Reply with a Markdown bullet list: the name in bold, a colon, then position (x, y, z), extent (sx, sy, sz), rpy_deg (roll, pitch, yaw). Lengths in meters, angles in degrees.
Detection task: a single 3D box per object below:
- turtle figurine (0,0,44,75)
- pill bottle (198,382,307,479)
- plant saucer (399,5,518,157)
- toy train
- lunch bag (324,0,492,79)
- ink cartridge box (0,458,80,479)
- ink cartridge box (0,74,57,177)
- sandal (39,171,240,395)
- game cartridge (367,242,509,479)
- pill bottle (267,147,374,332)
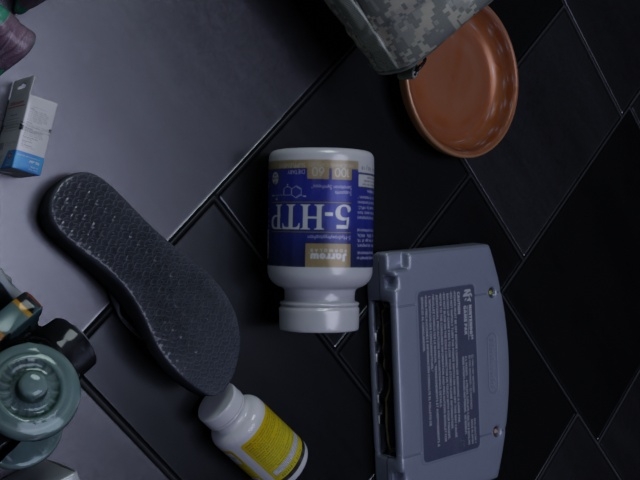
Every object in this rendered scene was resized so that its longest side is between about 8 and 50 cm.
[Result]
- **turtle figurine**: position (-0.320, -0.247, 0.804), extent (0.234, 0.118, 0.175), rpy_deg (41, 66, -38)
- **pill bottle**: position (-0.070, 0.198, 1.035), extent (0.116, 0.065, 0.065), rpy_deg (49, 62, -29)
- **plant saucer**: position (0.164, -0.199, 1.241), extent (0.200, 0.037, 0.200), rpy_deg (1, 89, -39)
- **toy train**: position (-0.331, 0.147, 0.765), extent (0.190, 0.142, 0.334), rpy_deg (44, 58, 2)
- **lunch bag**: position (0.068, -0.353, 1.048), extent (0.305, 0.212, 0.256), rpy_deg (50, 64, -25)
- **ink cartridge box**: position (-0.253, 0.301, 0.883), extent (0.127, 0.072, 0.175), rpy_deg (-26, 106, -36)
- **ink cartridge box**: position (-0.258, -0.099, 0.891), extent (0.028, 0.048, 0.083), rpy_deg (18, 80, -38)
- **sandal**: position (-0.167, 0.041, 0.972), extent (0.254, 0.054, 0.097), rpy_deg (53, 52, -15)
- **game cartridge**: position (0.146, 0.153, 1.220), extent (0.196, 0.060, 0.294), rpy_deg (-4, 93, -35)
- **pill bottle**: position (0.000, 0.000, 1.061), extent (0.112, 0.112, 0.187), rpy_deg (0, 90, -39)
